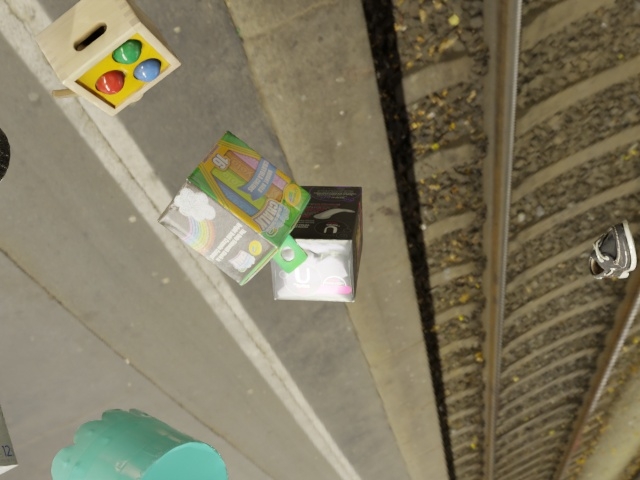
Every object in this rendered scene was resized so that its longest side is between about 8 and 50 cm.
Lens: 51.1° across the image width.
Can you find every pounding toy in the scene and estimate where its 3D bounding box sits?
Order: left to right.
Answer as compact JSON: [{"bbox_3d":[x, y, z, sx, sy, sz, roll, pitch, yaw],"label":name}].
[{"bbox_3d":[-0.292,-0.228,0.939,0.181,0.094,0.206,-36,165,5],"label":"pounding toy"}]

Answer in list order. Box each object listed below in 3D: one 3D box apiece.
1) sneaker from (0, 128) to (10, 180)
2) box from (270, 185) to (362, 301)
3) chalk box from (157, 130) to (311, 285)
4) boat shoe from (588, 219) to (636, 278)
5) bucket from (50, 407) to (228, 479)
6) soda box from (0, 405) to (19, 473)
[{"bbox_3d":[-0.474,-0.038,0.800,0.121,0.300,0.111,-22,135,37],"label":"sneaker"},{"bbox_3d":[0.000,0.000,1.390,0.165,0.270,0.143,1,116,8],"label":"box"},{"bbox_3d":[-0.110,-0.034,1.022,0.213,0.132,0.132,38,137,-10],"label":"chalk box"},{"bbox_3d":[0.298,0.013,0.689,0.038,0.046,0.125,-8,164,16],"label":"boat shoe"},{"bbox_3d":[-0.298,0.432,1.107,0.183,0.281,0.281,6,164,35],"label":"bucket"},{"bbox_3d":[-0.497,0.251,0.794,0.091,0.098,0.286,-28,162,5],"label":"soda box"}]
